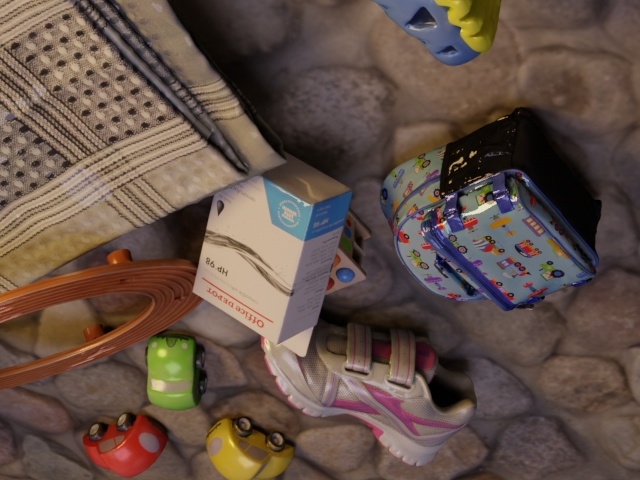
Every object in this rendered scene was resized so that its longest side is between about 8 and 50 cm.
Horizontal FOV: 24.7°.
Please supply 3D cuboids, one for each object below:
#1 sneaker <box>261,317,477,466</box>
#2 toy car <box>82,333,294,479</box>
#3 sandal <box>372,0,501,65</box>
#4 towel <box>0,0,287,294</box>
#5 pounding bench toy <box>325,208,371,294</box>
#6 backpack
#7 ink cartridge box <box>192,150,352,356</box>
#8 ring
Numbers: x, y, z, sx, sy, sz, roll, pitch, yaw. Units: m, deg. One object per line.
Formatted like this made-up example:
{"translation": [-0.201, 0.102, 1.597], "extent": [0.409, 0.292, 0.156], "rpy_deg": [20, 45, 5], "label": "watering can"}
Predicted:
{"translation": [0.054, 0.124, 1.434], "extent": [0.252, 0.103, 0.111], "rpy_deg": [29, 129, -29], "label": "sneaker"}
{"translation": [-0.152, 0.188, 1.554], "extent": [0.239, 0.053, 0.225], "rpy_deg": [2, 136, 6], "label": "toy car"}
{"translation": [0.013, -0.246, 1.039], "extent": [0.138, 0.126, 0.317], "rpy_deg": [-25, 119, 34], "label": "sandal"}
{"translation": [-0.234, -0.096, 1.164], "extent": [0.324, 0.056, 0.312], "rpy_deg": [-25, 129, 19], "label": "towel"}
{"translation": [0.000, 0.000, 1.327], "extent": [0.052, 0.065, 0.083], "rpy_deg": [-23, 128, 29], "label": "pounding bench toy"}
{"translation": [0.136, -0.011, 1.261], "extent": [0.173, 0.117, 0.158], "rpy_deg": [-21, 128, 31], "label": "backpack"}
{"translation": [-0.048, 0.017, 1.288], "extent": [0.104, 0.060, 0.180], "rpy_deg": [30, 122, 26], "label": "ink cartridge box"}
{"translation": [-0.262, 0.080, 1.351], "extent": [0.336, 0.032, 0.336], "rpy_deg": [-19, 166, -5], "label": "ring"}
